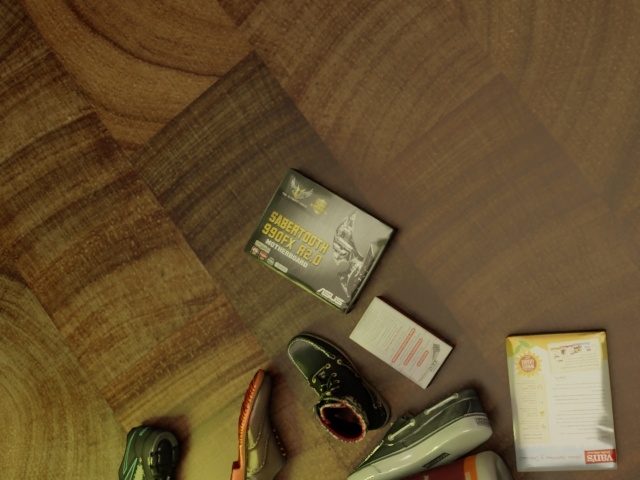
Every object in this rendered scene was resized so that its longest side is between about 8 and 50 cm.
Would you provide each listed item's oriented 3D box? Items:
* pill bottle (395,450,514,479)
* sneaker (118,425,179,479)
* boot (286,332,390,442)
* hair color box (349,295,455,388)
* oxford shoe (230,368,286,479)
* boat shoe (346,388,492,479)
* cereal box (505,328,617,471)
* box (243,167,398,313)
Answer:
[{"bbox_3d":[0.153,0.525,1.720,0.392,0.224,0.224,-22,85,14],"label":"pill bottle"},{"bbox_3d":[-0.336,0.488,1.938,0.106,0.101,0.267,8,94,37],"label":"sneaker"},{"bbox_3d":[0.017,0.260,1.778,0.236,0.178,0.085,42,101,10],"label":"boot"},{"bbox_3d":[0.149,0.183,1.806,0.167,0.053,0.093,34,98,14],"label":"hair color box"},{"bbox_3d":[-0.109,0.376,1.873,0.098,0.097,0.271,8,98,-5],"label":"oxford shoe"},{"bbox_3d":[0.164,0.362,1.785,0.301,0.108,0.102,-37,49,25],"label":"boat shoe"},{"bbox_3d":[0.419,0.279,1.735,0.173,0.047,0.240,-4,90,16],"label":"cereal box"},{"bbox_3d":[0.000,0.000,1.843,0.231,0.056,0.183,32,99,13],"label":"box"}]
